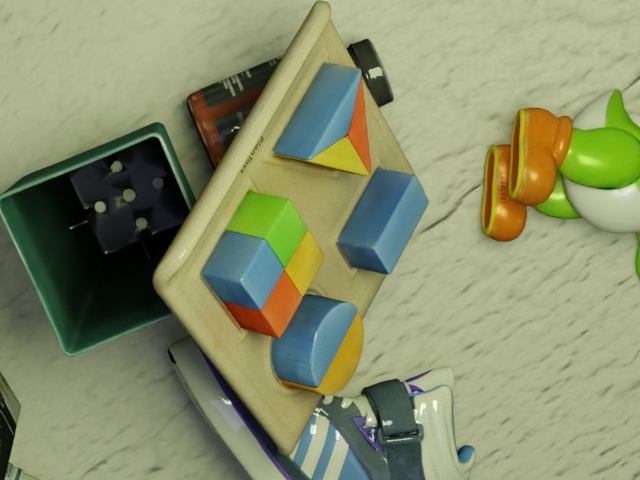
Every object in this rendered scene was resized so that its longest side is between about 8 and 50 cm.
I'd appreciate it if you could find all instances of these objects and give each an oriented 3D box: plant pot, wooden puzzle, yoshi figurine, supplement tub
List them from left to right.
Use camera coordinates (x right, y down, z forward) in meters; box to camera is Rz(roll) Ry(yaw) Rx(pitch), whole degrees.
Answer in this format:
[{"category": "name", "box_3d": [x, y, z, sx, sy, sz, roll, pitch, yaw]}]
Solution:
[{"category": "plant pot", "box_3d": [-0.193, -0.022, 1.770, 0.165, 0.234, 0.165, -22, 103, 4]}, {"category": "supplement tub", "box_3d": [-0.028, -0.135, 1.833, 0.198, 0.106, 0.106, -22, 103, -1]}, {"category": "wooden puzzle", "box_3d": [0.000, 0.000, 1.715, 0.080, 0.348, 0.322, 14, 62, 29]}, {"category": "yoshi figurine", "box_3d": [0.357, -0.020, 1.866, 0.362, 0.203, 0.203, 6, 117, -10]}]

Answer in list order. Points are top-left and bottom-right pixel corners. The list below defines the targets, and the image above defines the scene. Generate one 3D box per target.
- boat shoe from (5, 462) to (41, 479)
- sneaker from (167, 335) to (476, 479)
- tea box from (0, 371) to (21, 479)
[{"category": "boat shoe", "box_3d": [-0.367, 0.419, 1.908, 0.156, 0.136, 0.367, 29, 87, -14]}, {"category": "sneaker", "box_3d": [0.019, 0.174, 1.902, 0.236, 0.130, 0.323, -38, 98, -7]}, {"category": "tea box", "box_3d": [-0.466, 0.121, 1.728, 0.220, 0.323, 0.329, -29, 102, 0]}]
